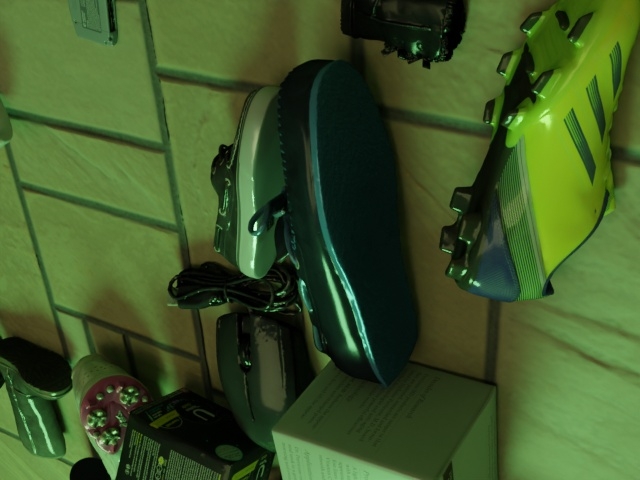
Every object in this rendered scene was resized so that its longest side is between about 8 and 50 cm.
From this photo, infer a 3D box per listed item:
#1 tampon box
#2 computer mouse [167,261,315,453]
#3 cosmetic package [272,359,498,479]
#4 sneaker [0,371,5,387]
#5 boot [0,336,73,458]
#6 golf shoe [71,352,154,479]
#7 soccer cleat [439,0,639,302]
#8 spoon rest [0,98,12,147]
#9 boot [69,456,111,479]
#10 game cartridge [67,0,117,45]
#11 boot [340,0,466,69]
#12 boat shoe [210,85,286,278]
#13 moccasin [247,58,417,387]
[{"bbox_3d":[-0.157,0.279,1.065,0.161,0.120,0.101,20,105,23],"label":"tampon box"},{"bbox_3d":[-0.078,0.158,0.980,0.189,0.072,0.272,-4,116,36],"label":"computer mouse"},{"bbox_3d":[0.074,0.229,0.864,0.184,0.151,0.151,12,126,30],"label":"cosmetic package"},{"bbox_3d":[-0.605,0.104,1.283,0.146,0.122,0.330,16,127,24],"label":"sneaker"},{"bbox_3d":[-0.440,0.269,1.311,0.190,0.076,0.208,24,125,39],"label":"boot"},{"bbox_3d":[-0.274,0.288,1.203,0.140,0.115,0.306,33,143,49],"label":"golf shoe"},{"bbox_3d":[0.187,-0.070,0.646,0.121,0.093,0.289,11,126,-8],"label":"soccer cleat"},{"bbox_3d":[-0.458,-0.221,0.982,0.137,0.084,0.276,-30,97,11],"label":"spoon rest"},{"bbox_3d":[-0.299,0.428,1.337,0.219,0.082,0.106,31,155,9],"label":"boot"},{"bbox_3d":[-0.238,-0.248,0.859,0.056,0.017,0.083,20,129,19],"label":"game cartridge"},{"bbox_3d":[0.065,-0.199,0.656,0.099,0.045,0.121,23,137,25],"label":"boot"},{"bbox_3d":[-0.077,-0.061,0.834,0.076,0.080,0.228,25,138,18],"label":"boat shoe"},{"bbox_3d":[0.000,0.000,0.775,0.117,0.138,0.341,11,124,35],"label":"moccasin"}]
